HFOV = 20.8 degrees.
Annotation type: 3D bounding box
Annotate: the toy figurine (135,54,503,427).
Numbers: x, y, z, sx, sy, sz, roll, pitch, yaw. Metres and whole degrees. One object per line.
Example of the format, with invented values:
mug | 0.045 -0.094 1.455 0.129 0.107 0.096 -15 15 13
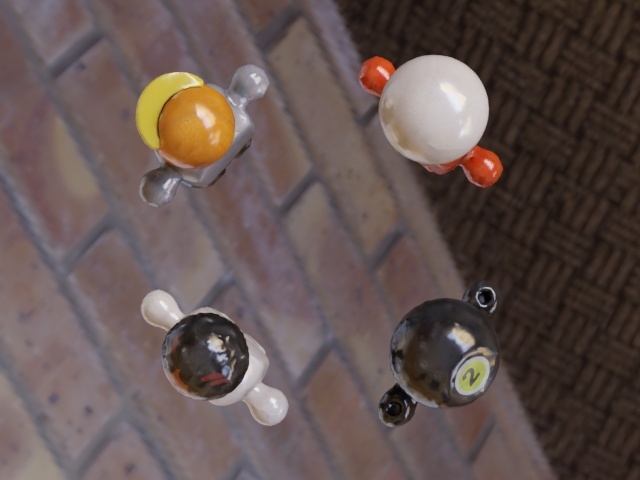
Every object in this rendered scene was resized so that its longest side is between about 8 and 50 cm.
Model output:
toy figurine | 0.000 0.000 0.990 0.210 0.148 0.213 0 88 2
